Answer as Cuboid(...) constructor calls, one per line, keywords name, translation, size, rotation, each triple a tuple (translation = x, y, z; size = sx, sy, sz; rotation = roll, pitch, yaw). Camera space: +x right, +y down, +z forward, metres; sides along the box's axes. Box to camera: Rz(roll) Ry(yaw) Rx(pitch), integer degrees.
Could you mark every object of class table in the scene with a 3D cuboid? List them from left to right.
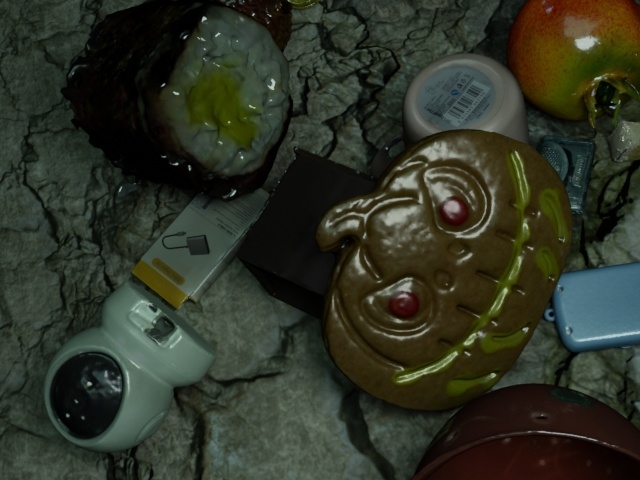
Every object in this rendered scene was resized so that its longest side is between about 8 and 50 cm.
Cuboid(name="table", translation=(0.000, 0.000, 1.216), size=(0.172, 0.169, 0.193), rotation=(23, 74, 24))

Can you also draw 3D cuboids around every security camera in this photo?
Cuboid(name="security camera", translation=(-0.295, 0.201, 1.193), size=(0.194, 0.194, 0.236), rotation=(40, 84, 28))

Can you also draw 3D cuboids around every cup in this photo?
Cuboid(name="cup", translation=(0.191, -0.150, 1.218), size=(0.253, 0.200, 0.191), rotation=(-24, 61, 4))

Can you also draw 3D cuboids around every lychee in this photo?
Cuboid(name="lychee", translation=(-0.136, -0.400, 1.438), size=(0.238, 0.200, 0.200), rotation=(1, 63, 40))

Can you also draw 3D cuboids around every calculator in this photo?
Cuboid(name="calculator", translation=(0.422, 0.091, 1.128), size=(0.210, 0.039, 0.121), rotation=(-10, 61, 11))

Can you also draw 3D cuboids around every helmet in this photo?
Cuboid(name="helmet", translation=(0.252, 0.314, 0.946), size=(0.338, 0.385, 0.230), rotation=(20, 29, 3))

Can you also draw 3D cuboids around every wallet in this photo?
Cuboid(name="wallet", translation=(0.374, -0.106, 1.244), size=(0.088, 0.026, 0.129), rotation=(10, 67, 19))

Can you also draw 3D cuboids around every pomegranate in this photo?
Cuboid(name="pomegranate", translation=(0.396, -0.277, 1.211), size=(0.221, 0.221, 0.256), rotation=(-17, 51, 7))

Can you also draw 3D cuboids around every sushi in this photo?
Cuboid(name="sushi", translation=(-0.220, -0.224, 1.291), size=(0.294, 0.299, 0.281), rotation=(9, 50, 39))

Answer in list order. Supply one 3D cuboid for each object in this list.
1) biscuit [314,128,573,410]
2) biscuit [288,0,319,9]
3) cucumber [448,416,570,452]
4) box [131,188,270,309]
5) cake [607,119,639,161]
Cuboid(name="biscuit", translation=(0.157, 0.038, 1.076), size=(0.350, 0.070, 0.394), rotation=(19, 96, -15))
Cuboid(name="biscuit", translation=(-0.033, -0.481, 1.542), size=(0.084, 0.023, 0.084), rotation=(-6, 63, 12))
Cuboid(name="cucumber", translation=(0.296, 0.259, 1.072), size=(0.250, 0.056, 0.056), rotation=(10, 68, 17))
Cuboid(name="box", translation=(-0.194, -0.006, 1.349), size=(0.129, 0.033, 0.247), rotation=(35, 78, 26))
Cuboid(name="cake", translation=(0.507, -0.156, 1.218), size=(0.121, 0.065, 0.052), rotation=(-9, 65, 3))
